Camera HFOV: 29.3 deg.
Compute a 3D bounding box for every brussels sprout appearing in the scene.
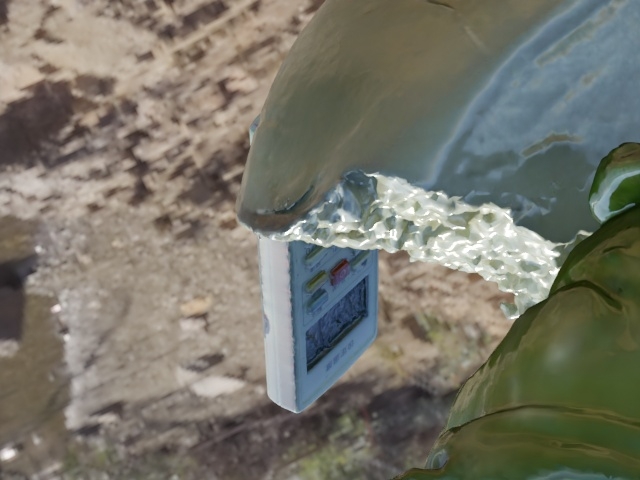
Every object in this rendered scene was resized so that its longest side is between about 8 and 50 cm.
[{"bbox_3d":[0.169,0.098,0.537,0.259,0.294,0.227,-39,-143,-26],"label":"brussels sprout"}]

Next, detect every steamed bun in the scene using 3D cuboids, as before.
[{"bbox_3d":[0.091,-0.065,0.753,0.272,0.274,0.290,0,-174,-37],"label":"steamed bun"}]

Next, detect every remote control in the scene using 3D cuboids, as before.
[{"bbox_3d":[0.001,0.000,1.134,0.145,0.050,0.344,-41,144,-36],"label":"remote control"}]
